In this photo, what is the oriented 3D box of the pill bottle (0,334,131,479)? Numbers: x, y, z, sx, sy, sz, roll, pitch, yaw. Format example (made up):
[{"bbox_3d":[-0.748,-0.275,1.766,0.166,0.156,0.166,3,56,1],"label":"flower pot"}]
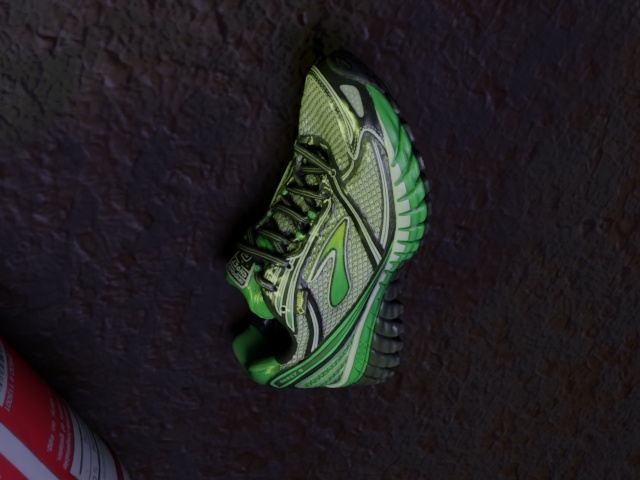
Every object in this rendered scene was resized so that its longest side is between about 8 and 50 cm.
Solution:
[{"bbox_3d":[-0.292,0.202,1.244,0.229,0.229,0.407,-35,132,-1],"label":"pill bottle"}]

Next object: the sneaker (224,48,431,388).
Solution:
[{"bbox_3d":[0.000,0.000,1.316,0.146,0.134,0.343,-10,128,-21],"label":"sneaker"}]
